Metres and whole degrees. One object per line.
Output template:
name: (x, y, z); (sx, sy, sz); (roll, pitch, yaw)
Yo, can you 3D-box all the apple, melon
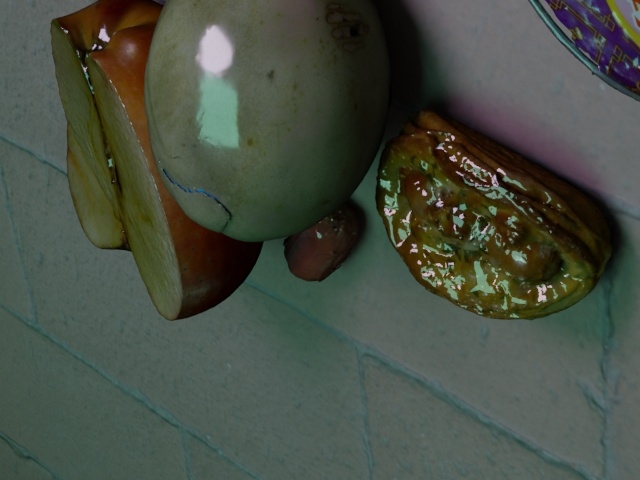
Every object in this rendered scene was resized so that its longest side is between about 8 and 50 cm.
apple: (-0.212, -0.104, 2.233); (0.328, 0.295, 0.365); (4, 122, 22)
melon: (-0.055, -0.151, 1.971); (0.268, 0.268, 0.330); (27, 123, 40)

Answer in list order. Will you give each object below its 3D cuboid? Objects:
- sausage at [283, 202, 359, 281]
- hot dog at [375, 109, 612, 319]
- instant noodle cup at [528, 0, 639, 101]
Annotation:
sausage: (0.000, 0.000, 2.227); (0.076, 0.076, 0.141); (50, 147, 12)
hot dog: (0.171, -0.022, 1.922); (0.272, 0.122, 0.196); (36, 137, 33)
instant noodle cup: (0.321, -0.289, 1.327); (0.340, 0.266, 0.340); (36, 143, 33)
